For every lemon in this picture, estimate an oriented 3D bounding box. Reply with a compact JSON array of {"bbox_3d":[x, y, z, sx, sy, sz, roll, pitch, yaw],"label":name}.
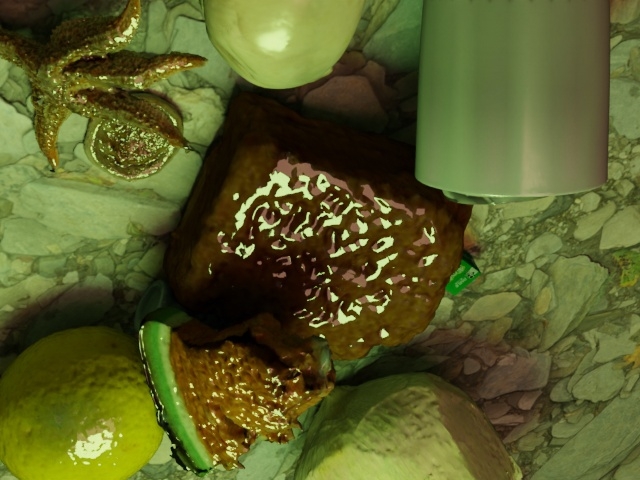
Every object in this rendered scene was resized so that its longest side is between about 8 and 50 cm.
[{"bbox_3d":[-0.352,0.251,1.690,0.267,0.267,0.267,-12,131,-14],"label":"lemon"}]

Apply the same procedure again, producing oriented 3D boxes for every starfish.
[{"bbox_3d":[-0.274,-0.183,1.383,0.294,0.084,0.301,1,134,21],"label":"starfish"}]

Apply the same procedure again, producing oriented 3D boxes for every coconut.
[{"bbox_3d":[0.131,0.404,1.976,0.405,0.404,0.404,-12,131,-14],"label":"coconut"}]

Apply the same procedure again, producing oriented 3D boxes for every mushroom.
[{"bbox_3d":[-0.102,-0.336,1.316,0.336,0.314,0.314,7,127,-3],"label":"mushroom"}]

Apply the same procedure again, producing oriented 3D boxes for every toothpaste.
[{"bbox_3d":[0.155,0.002,1.836,0.065,0.050,0.267,-43,131,15],"label":"toothpaste"}]

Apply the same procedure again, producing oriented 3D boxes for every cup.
[{"bbox_3d":[0.253,-0.238,1.486,0.253,0.253,0.371,-5,106,-20],"label":"cup"}]

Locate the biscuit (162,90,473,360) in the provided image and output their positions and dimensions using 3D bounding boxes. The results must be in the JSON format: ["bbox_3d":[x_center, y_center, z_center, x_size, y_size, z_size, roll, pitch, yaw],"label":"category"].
[{"bbox_3d":[0.000,0.000,1.646,0.395,0.166,0.342,16,122,-18],"label":"biscuit"}]

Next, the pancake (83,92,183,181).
[{"bbox_3d":[-0.253,-0.140,1.557,0.139,0.022,0.139,-12,130,-14],"label":"pancake"}]

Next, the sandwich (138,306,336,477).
[{"bbox_3d":[-0.096,0.180,1.581,0.301,0.162,0.250,-14,104,39],"label":"sandwich"}]

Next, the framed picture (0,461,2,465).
[{"bbox_3d":[-0.537,0.284,1.797,0.142,0.011,0.183,16,120,-33],"label":"framed picture"}]

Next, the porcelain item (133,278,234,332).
[{"bbox_3d":[-0.157,0.148,1.772,0.259,0.141,0.141,25,115,-29],"label":"porcelain item"}]
